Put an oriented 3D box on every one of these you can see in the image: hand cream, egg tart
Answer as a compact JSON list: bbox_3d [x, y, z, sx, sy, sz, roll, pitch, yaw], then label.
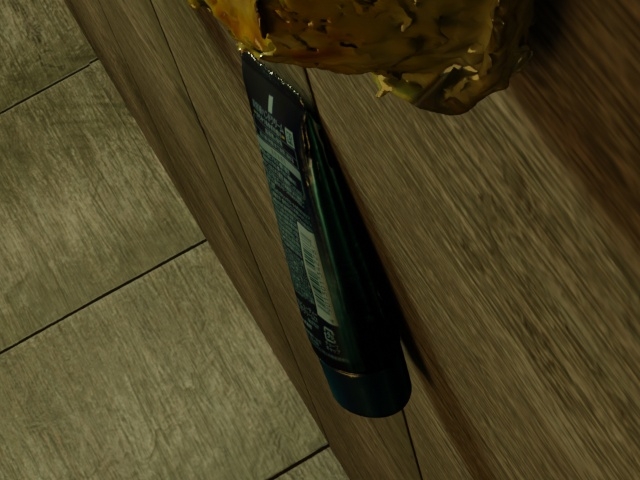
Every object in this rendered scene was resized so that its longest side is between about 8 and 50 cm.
[{"bbox_3d":[0.000,0.000,1.081,0.120,0.061,0.271,47,160,58],"label":"hand cream"},{"bbox_3d":[-0.009,-0.125,0.487,0.213,0.090,0.212,56,169,16],"label":"egg tart"}]
